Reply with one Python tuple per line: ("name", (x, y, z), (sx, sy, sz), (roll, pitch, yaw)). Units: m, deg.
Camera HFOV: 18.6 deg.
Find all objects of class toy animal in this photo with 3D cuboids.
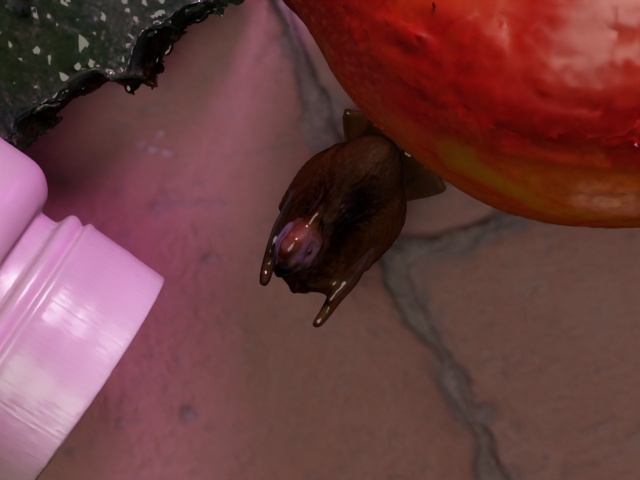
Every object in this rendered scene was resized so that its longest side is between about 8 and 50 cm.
("toy animal", (0.000, 0.000, 1.302), (0.089, 0.179, 0.188), (37, 134, 6))

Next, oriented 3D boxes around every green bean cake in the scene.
("green bean cake", (-0.162, -0.150, 1.337), (0.193, 0.107, 0.208), (27, 108, 5))

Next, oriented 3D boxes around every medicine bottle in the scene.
("medicine bottle", (-0.308, -0.007, 1.279), (0.378, 0.213, 0.213), (34, 108, -7))

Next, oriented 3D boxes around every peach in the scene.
("peach", (0.155, -0.182, 1.154), (0.372, 0.290, 0.373), (3, 101, 17))
